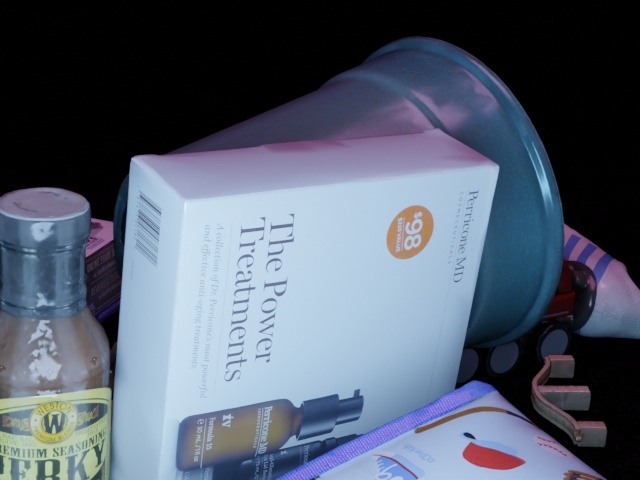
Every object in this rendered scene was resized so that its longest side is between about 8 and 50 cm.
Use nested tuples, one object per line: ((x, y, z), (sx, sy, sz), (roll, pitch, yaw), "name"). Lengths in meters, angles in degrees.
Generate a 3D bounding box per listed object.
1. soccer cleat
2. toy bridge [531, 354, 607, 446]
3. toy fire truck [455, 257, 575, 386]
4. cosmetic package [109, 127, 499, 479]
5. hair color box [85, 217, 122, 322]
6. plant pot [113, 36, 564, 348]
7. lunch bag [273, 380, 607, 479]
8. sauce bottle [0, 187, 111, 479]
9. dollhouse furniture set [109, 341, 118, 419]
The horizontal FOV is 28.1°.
((0.335, 0.048, 1.725), (0.143, 0.116, 0.331), (15, 18, -20), "soccer cleat")
((0.271, 0.178, 1.439), (0.063, 0.026, 0.188), (2, 20, -1), "toy bridge")
((0.189, 0.021, 1.529), (0.217, 0.246, 0.158), (-8, 24, -31), "toy fire truck")
((-0.021, 0.106, 1.049), (0.284, 0.377, 0.097), (-10, 30, -33), "cosmetic package")
((-0.420, 0.025, 1.582), (0.339, 0.110, 0.185), (9, 19, 15), "hair color box")
((0.000, 0.000, 1.260), (0.334, 0.341, 0.341), (-20, 30, -33), "plant pot")
((0.054, 0.291, 0.796), (0.386, 0.238, 0.328), (-22, 30, -21), "lunch bag")
((-0.218, 0.131, 0.990), (0.111, 0.344, 0.111), (3, 22, -1), "sauce bottle")
((-0.169, 0.188, 1.307), (0.144, 0.123, 0.151), (-15, 63, -43), "dollhouse furniture set")
